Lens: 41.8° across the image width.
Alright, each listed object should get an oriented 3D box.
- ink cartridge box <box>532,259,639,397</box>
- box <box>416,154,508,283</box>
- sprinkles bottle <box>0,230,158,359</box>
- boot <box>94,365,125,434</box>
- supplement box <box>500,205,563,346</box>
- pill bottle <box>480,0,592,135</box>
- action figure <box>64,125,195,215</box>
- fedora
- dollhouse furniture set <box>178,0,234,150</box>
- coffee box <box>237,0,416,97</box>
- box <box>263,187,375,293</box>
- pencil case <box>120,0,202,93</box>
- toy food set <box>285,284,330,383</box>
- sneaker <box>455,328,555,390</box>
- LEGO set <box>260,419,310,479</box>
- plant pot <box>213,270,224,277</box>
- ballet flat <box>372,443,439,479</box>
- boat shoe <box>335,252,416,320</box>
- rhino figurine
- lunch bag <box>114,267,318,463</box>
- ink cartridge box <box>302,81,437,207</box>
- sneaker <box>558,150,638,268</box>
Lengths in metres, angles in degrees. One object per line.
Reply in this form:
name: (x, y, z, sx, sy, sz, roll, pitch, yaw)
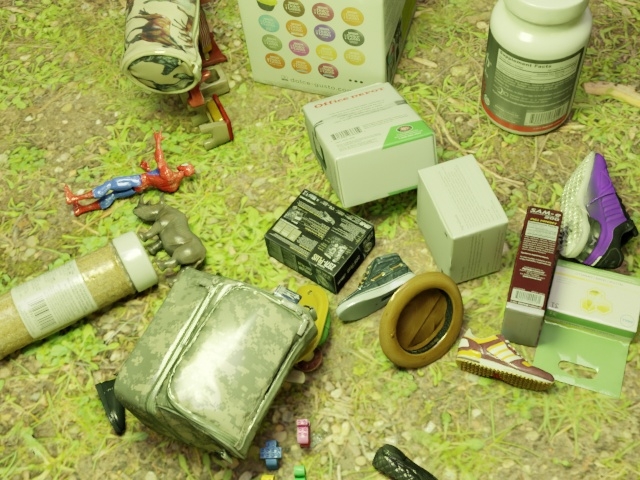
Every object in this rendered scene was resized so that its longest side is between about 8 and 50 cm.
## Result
ink cartridge box: (0.510, 0.162, 1.593, 0.171, 0.056, 0.235, 15, 57, 14)
box: (0.277, -0.039, 1.668, 0.119, 0.181, 0.182, -17, 57, -6)
sprinkles bottle: (-0.509, 0.108, 1.678, 0.355, 0.121, 0.121, -26, 58, -12)
boot: (-0.364, 0.296, 1.590, 0.099, 0.045, 0.121, -24, 57, -14)
supplement box: (0.407, 0.067, 1.618, 0.073, 0.130, 0.239, 13, 58, 14)
pill bottle: (0.461, -0.414, 1.789, 0.210, 0.363, 0.210, -2, 56, 3)
action figure: (-0.421, -0.155, 1.859, 0.280, 0.091, 0.139, -12, 66, -3)
fedora: (0.180, 0.144, 1.595, 0.194, 0.194, 0.079, -32, 25, -15)
dollhouse furniture set: (-0.279, -0.424, 1.959, 0.152, 0.201, 0.374, -23, 57, -10)
coffee box: (0.029, -0.572, 1.949, 0.337, 0.334, 0.338, 13, 59, 13)
box: (0.000, 0.000, 1.729, 0.180, 0.077, 0.147, 29, 63, 22)
pencil case: (-0.327, -0.503, 1.809, 0.183, 0.160, 0.410, -10, 61, 14)
toy food set: (-0.039, 0.194, 1.620, 0.128, 0.071, 0.218, -5, 51, 31)
sneaker: (0.349, 0.217, 1.561, 0.185, 0.069, 0.084, 16, 65, 14)
LEGO set: (-0.064, 0.411, 1.456, 0.087, 0.093, 0.227, -3, 57, 3)
plant pot: (-0.233, 0.111, 1.684, 0.079, 0.083, 0.083, -14, 56, 10)
ballet flat: (0.166, 0.424, 1.464, 0.173, 0.049, 0.057, 38, 23, 25)
boat shoe: (0.099, 0.092, 1.673, 0.183, 0.065, 0.083, -23, 55, -17)
rhino figurine: (-0.325, -0.016, 1.773, 0.106, 0.073, 0.243, -31, 58, -10)
lunch bag: (-0.170, 0.219, 1.486, 0.256, 0.212, 0.305, 15, 61, 30)
ink cartridge box: (0.101, -0.210, 1.777, 0.211, 0.122, 0.289, -16, 34, -6)
sneaker: (0.574, -0.052, 1.708, 0.146, 0.102, 0.293, 23, 51, -3)
